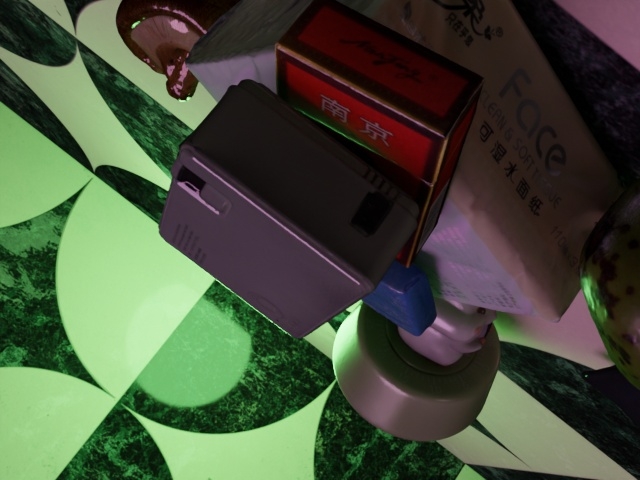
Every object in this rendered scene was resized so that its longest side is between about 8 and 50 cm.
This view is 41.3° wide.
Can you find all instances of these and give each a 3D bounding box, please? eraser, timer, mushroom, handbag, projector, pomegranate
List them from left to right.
[{"bbox_3d":[-0.167,-0.295,1.174,0.231,0.138,0.194,21,145,15],"label":"mushroom"},{"bbox_3d":[-0.040,-0.020,0.766,0.192,0.099,0.257,36,159,-3],"label":"projector"},{"bbox_3d":[0.000,0.000,1.030,0.312,0.042,0.144,34,166,25],"label":"eraser"},{"bbox_3d":[0.196,0.141,1.418,0.291,0.291,0.315,34,142,10],"label":"timer"},{"bbox_3d":[0.528,0.247,1.254,0.211,0.089,0.254,39,159,1],"label":"handbag"},{"bbox_3d":[0.358,0.031,0.787,0.270,0.254,0.254,44,173,47],"label":"pomegranate"}]

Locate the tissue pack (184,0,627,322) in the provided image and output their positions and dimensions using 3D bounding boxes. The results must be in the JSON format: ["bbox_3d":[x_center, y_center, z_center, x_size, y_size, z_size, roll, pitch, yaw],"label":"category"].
[{"bbox_3d":[0.099,-0.120,0.945,0.405,0.205,0.332,47,160,-30],"label":"tissue pack"}]

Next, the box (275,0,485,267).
[{"bbox_3d":[0.041,-0.082,0.736,0.153,0.074,0.240,35,158,14],"label":"box"}]
